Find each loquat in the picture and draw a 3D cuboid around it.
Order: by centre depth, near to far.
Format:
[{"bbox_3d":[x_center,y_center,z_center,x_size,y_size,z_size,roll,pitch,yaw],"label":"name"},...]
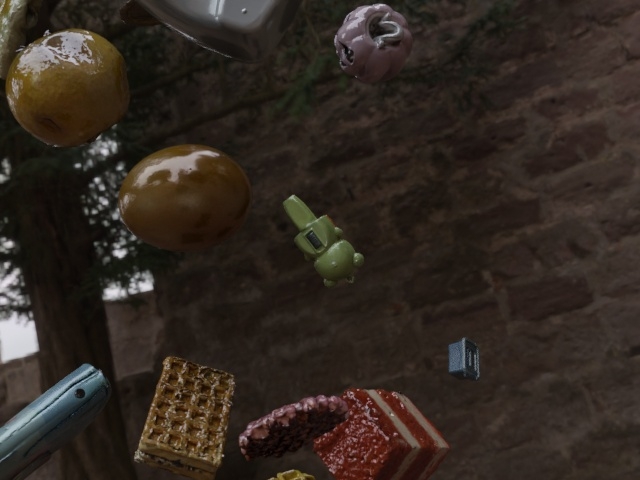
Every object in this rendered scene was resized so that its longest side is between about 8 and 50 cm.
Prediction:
[{"bbox_3d":[-0.433,-0.268,1.291,0.213,0.213,0.213,-15,-14,-4],"label":"loquat"}]

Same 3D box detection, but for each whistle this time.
[{"bbox_3d":[0.000,0.000,2.018,0.131,0.288,0.106,-40,-8,17],"label":"whistle"}]

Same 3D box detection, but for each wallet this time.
[{"bbox_3d":[-0.423,0.289,1.066,0.250,0.075,0.176,-37,-7,-37],"label":"wallet"}]

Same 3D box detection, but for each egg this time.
[{"bbox_3d":[-0.352,-0.108,1.961,0.351,0.282,0.282,-10,-13,5],"label":"egg"}]

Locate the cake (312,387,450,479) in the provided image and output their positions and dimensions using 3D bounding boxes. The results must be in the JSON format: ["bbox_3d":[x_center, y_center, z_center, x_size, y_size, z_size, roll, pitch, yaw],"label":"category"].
[{"bbox_3d":[0.188,0.635,2.289,0.319,0.269,0.270,15,-67,-43],"label":"cake"}]

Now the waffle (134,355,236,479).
[{"bbox_3d":[-0.339,0.452,1.931,0.213,0.308,0.091,20,-56,-10],"label":"waffle"}]

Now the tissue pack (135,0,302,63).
[{"bbox_3d":[-0.206,-0.496,1.459,0.333,0.229,0.236,29,-5,3],"label":"tissue pack"}]

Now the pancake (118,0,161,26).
[{"bbox_3d":[-0.441,-0.612,1.986,0.199,0.021,0.199,-16,-4,-1],"label":"pancake"}]

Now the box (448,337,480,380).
[{"bbox_3d":[0.353,0.297,1.854,0.054,0.099,0.074,-19,-38,34],"label":"box"}]

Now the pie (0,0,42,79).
[{"bbox_3d":[-0.694,-0.467,1.625,0.075,0.337,0.337,18,-33,-42],"label":"pie"}]

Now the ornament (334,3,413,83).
[{"bbox_3d":[0.124,-0.453,1.716,0.177,0.177,0.177,-15,-14,-4],"label":"ornament"}]

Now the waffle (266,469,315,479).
[{"bbox_3d":[-0.125,0.577,1.550,0.283,0.065,0.309,-12,13,32],"label":"waffle"}]

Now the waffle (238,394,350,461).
[{"bbox_3d":[-0.054,0.365,1.468,0.221,0.055,0.234,-32,-26,12],"label":"waffle"}]
